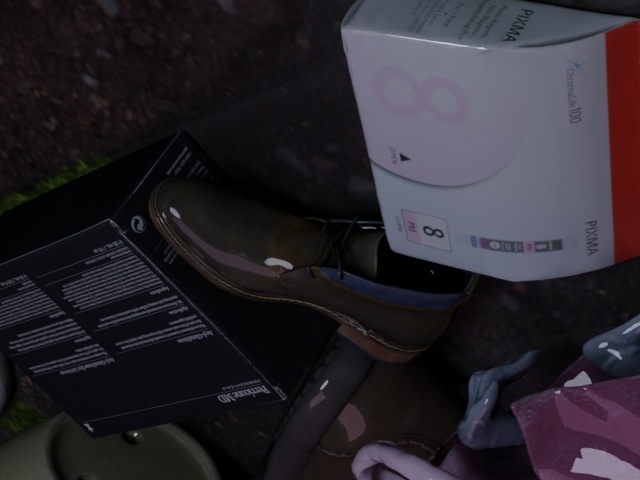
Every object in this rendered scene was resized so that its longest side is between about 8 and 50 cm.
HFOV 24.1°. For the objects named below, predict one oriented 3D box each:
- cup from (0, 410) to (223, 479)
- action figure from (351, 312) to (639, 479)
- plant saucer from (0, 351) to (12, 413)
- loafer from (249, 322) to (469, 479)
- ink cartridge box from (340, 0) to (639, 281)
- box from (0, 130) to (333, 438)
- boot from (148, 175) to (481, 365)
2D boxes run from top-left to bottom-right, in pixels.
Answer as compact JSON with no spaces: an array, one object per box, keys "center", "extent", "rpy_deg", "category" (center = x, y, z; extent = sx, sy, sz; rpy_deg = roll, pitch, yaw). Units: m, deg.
[{"center":[-0.206,0.286,1.343],"extent":[0.331,0.331,0.237],"rpy_deg":[30,120,3],"category":"cup"},{"center":[0.232,0.226,0.900],"extent":[0.370,0.276,0.248],"rpy_deg":[64,165,1],"category":"action figure"},{"center":[-0.494,0.080,1.456],"extent":[0.400,0.100,0.400],"rpy_deg":[21,145,15],"category":"plant saucer"},{"center":[0.013,0.197,1.174],"extent":[0.130,0.134,0.366],"rpy_deg":[30,146,3],"category":"loafer"},{"center":[0.137,-0.047,0.843],"extent":[0.232,0.066,0.189],"rpy_deg":[17,144,27],"category":"ink cartridge box"},{"center":[-0.141,0.044,1.131],"extent":[0.261,0.103,0.184],"rpy_deg":[-17,120,48],"category":"box"},{"center":[0.000,0.000,0.985],"extent":[0.219,0.082,0.106],"rpy_deg":[26,148,-13],"category":"boot"}]
